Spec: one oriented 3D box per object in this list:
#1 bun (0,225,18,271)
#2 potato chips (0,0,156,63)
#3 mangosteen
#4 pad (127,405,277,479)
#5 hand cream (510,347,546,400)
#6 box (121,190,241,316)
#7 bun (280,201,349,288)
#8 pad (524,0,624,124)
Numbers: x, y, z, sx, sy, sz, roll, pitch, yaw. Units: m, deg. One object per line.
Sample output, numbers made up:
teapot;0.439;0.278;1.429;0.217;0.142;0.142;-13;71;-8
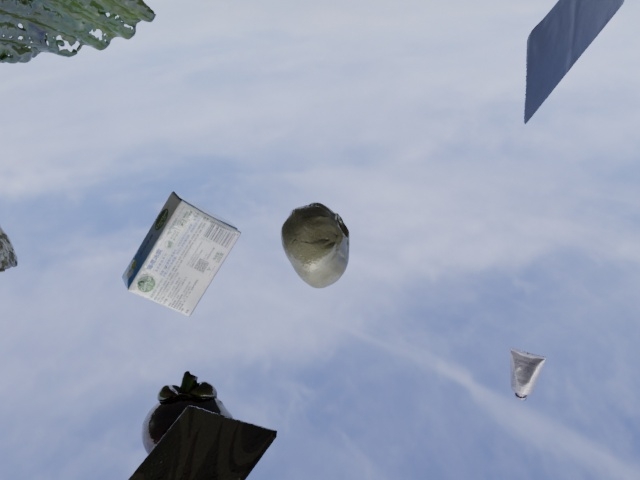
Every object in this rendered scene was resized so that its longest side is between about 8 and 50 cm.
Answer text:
bun;-0.591;0.035;0.989;0.282;0.281;0.205;-4;180;0
potato chips;-0.393;-0.391;1.057;0.097;0.373;0.389;44;-143;11
mangosteen;-0.301;0.435;1.672;0.216;0.216;0.216;-4;-153;2
pad;-0.210;0.345;0.872;0.220;0.004;0.330;-3;-140;48
hand cream;0.498;0.327;1.736;0.084;0.142;0.053;12;-150;22
box;-0.262;0.028;1.339;0.139;0.194;0.073;30;-175;-32
bun;0.000;0.000;1.389;0.113;0.166;0.173;-25;-114;17
pad;0.244;-0.208;0.666;0.004;0.116;0.193;31;-109;29
